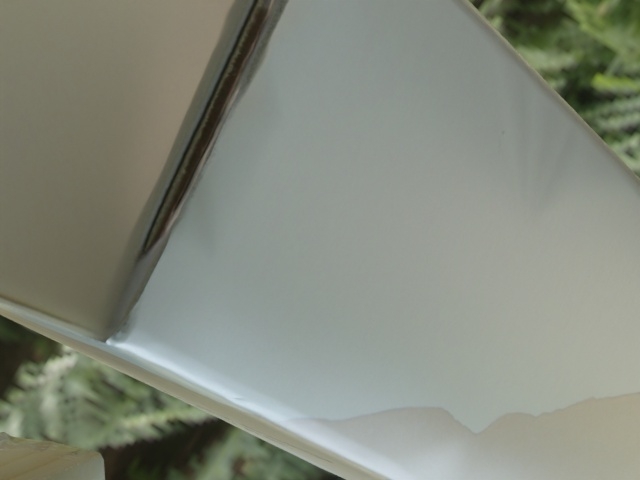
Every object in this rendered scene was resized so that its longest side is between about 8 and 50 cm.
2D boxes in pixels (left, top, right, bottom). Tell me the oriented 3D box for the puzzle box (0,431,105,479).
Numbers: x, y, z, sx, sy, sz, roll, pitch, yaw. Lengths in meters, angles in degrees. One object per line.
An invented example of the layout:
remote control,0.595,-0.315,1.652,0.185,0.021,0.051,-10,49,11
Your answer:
puzzle box,-0.148,0.277,0.464,0.052,0.409,0.272,7,-167,30

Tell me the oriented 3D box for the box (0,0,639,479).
box,0.000,0.000,0.565,0.148,0.121,0.311,19,172,36
